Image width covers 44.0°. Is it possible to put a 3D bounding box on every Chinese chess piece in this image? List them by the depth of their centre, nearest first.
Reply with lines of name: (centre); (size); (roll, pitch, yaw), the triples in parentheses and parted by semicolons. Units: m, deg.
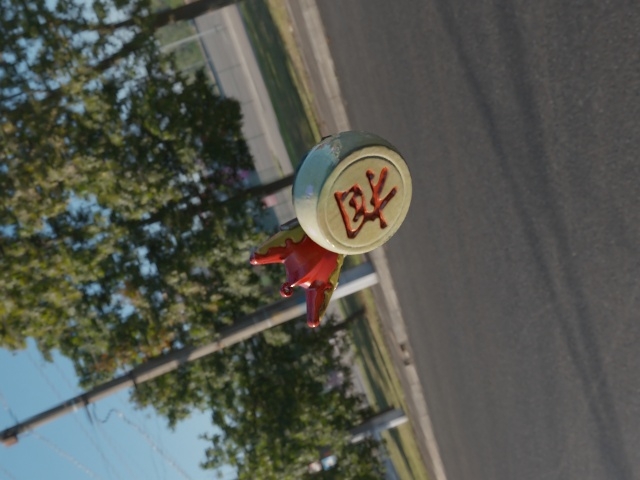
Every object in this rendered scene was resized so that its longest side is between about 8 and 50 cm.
Chinese chess piece: (0.032, -0.046, 0.774); (0.051, 0.122, 0.122); (34, 148, 53)

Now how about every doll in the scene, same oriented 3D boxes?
doll: (0.000, 0.000, 0.879); (0.057, 0.169, 0.109); (-19, 119, 47)
